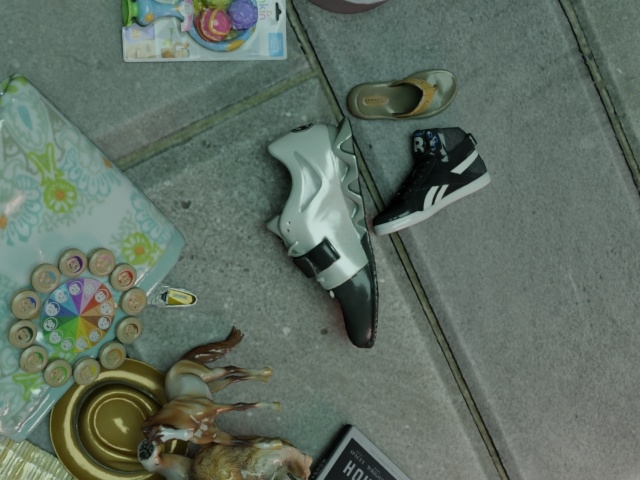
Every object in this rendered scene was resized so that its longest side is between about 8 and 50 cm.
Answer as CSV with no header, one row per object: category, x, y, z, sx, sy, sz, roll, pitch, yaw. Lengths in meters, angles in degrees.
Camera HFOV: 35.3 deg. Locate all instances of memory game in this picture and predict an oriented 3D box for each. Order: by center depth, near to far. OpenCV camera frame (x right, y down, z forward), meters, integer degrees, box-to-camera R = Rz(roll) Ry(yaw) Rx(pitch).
memory game,-0.298,0.097,1.249,0.186,0.012,0.186,-14,113,-35

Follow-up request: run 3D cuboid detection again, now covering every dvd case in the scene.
dvd case,0.035,0.415,1.455,0.179,0.029,0.239,46,66,-18

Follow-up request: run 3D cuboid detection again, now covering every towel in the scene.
towel,-0.381,0.038,1.231,0.374,0.090,0.320,-52,129,-14

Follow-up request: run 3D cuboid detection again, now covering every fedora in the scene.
fedora,-0.259,0.248,1.330,0.194,0.079,0.194,2,83,-18

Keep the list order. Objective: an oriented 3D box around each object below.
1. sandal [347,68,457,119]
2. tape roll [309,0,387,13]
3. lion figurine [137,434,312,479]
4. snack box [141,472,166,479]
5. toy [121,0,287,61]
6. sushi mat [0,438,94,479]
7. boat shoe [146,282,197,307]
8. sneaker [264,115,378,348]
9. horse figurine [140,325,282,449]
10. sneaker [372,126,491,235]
sandal,0.129,-0.215,1.500,0.180,0.049,0.072,-10,94,-20
tape roll,0.046,-0.444,1.455,0.219,0.072,0.219,0,89,-21
lion figurine,-0.194,0.396,1.317,0.392,0.142,0.240,-46,143,5
snack box,-0.181,0.393,1.400,0.064,0.022,0.178,-31,101,-16
toy,-0.154,-0.317,1.385,0.237,0.056,0.137,-4,99,-19
sushi mat,-0.423,0.409,1.269,0.151,0.019,0.317,34,64,-19
boat shoe,-0.217,0.076,1.377,0.100,0.035,0.035,11,87,-21
sneaker,0.000,0.000,1.430,0.146,0.122,0.331,-12,96,-2
horse figurine,-0.145,0.202,1.316,0.174,0.263,0.066,2,114,-10
sneaker,0.145,-0.098,1.498,0.216,0.079,0.121,-28,97,-27
